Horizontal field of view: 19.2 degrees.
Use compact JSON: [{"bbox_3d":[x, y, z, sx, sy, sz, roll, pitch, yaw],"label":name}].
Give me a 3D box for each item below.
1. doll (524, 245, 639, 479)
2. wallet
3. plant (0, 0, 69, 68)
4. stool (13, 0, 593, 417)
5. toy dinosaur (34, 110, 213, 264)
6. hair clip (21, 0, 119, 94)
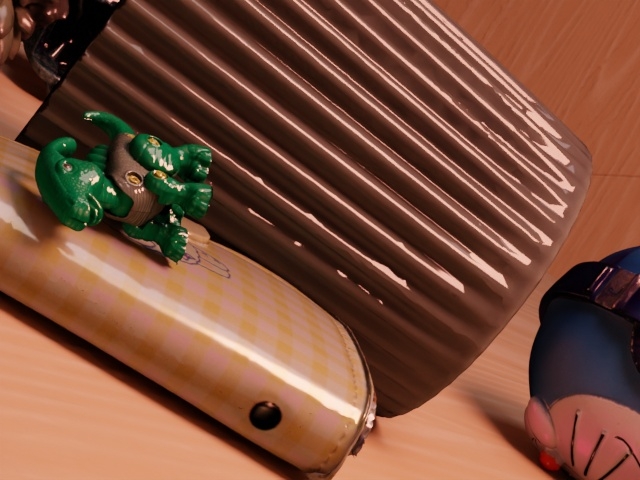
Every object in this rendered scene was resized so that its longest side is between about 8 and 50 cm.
[{"bbox_3d":[0.312,0.141,1.604,0.310,0.240,0.284,37,-16,20],"label":"doll"},{"bbox_3d":[-0.118,0.020,1.117,0.309,0.077,0.223,32,11,-11],"label":"wallet"},{"bbox_3d":[-0.282,-0.236,1.643,0.129,0.194,0.132,33,-19,-21],"label":"plant"},{"bbox_3d":[-0.009,-0.068,1.328,0.330,0.297,0.297,37,7,-9],"label":"stool"},{"bbox_3d":[-0.114,-0.037,1.060,0.096,0.059,0.132,21,26,-21],"label":"toy dinosaur"},{"bbox_3d":[-0.255,-0.247,1.835,0.310,0.194,0.206,39,15,26],"label":"hair clip"}]
